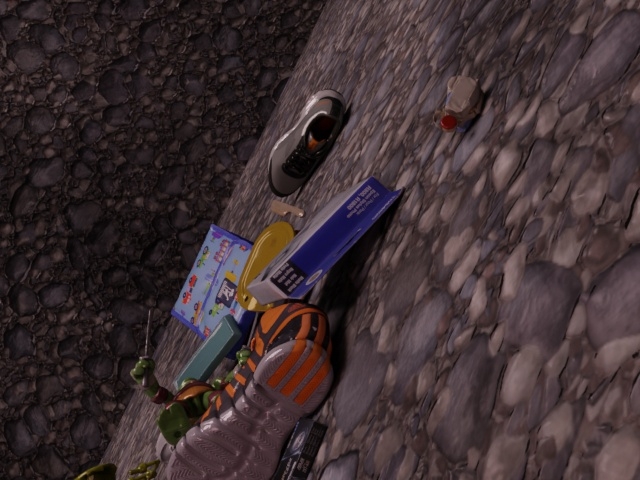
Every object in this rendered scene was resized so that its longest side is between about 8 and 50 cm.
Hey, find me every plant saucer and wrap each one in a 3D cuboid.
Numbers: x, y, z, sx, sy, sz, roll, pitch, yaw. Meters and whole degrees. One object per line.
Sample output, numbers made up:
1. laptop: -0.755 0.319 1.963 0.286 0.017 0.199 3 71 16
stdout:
1. plant saucer: -0.225 0.232 1.663 0.192 0.018 0.067 -53 44 15

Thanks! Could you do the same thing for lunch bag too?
1. lunch bag: -0.174 0.112 1.770 0.221 0.138 0.293 -65 26 0

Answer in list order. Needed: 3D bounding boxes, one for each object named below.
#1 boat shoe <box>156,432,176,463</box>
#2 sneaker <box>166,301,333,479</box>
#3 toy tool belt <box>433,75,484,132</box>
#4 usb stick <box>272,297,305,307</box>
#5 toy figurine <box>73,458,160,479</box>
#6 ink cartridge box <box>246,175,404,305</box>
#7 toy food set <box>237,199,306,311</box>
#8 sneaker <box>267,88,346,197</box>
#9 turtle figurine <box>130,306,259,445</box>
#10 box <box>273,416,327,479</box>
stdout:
1. boat shoe: -0.273 0.391 1.690 0.184 0.066 0.063 -46 17 25
2. sneaker: -0.083 0.215 1.166 0.321 0.124 0.180 -46 14 21
3. toy tool belt: 0.169 -0.156 1.038 0.051 0.052 0.083 71 -139 -61
4. usb stick: -0.063 0.130 1.385 0.077 0.045 0.278 -40 27 60
5. toy figurine: -0.425 0.598 1.648 0.362 0.191 0.217 -49 47 40
6. ink cartridge box: 0.000 0.000 1.237 0.223 0.045 0.224 -46 8 -18
7. toy food set: -0.073 0.040 1.592 0.128 0.071 0.218 10 74 52
8. sneaker: -0.037 -0.202 1.859 0.271 0.100 0.108 -56 19 28
9. turtle figurine: -0.220 0.230 1.478 0.275 0.198 0.266 -66 16 2
10. box: -0.025 0.255 1.022 0.083 0.018 0.067 -66 12 -14
